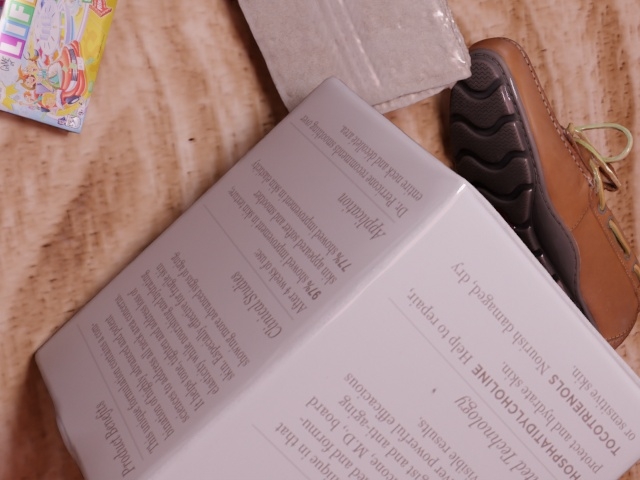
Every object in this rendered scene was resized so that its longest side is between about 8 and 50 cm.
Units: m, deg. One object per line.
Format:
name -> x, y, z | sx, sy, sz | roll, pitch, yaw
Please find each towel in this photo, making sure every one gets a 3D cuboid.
towel -> 0.015, -0.246, 1.593 | 0.187, 0.049, 0.282 | -19, 110, 11

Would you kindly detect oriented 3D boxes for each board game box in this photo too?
board game box -> -0.246, -0.184, 1.513 | 0.103, 0.026, 0.154 | 15, 89, -32

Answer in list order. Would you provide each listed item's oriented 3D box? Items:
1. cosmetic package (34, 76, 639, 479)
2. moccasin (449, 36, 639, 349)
cosmetic package -> 0.016, 0.131, 1.491 | 0.394, 0.329, 0.327 | -43, 119, 1
moccasin -> 0.253, -0.054, 1.776 | 0.147, 0.139, 0.380 | -43, 114, -26
